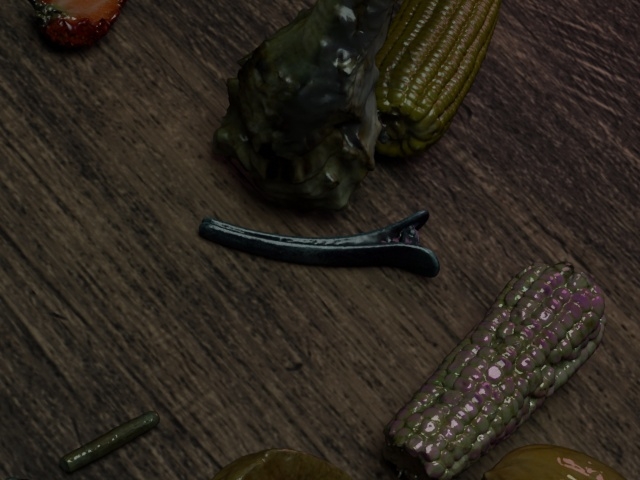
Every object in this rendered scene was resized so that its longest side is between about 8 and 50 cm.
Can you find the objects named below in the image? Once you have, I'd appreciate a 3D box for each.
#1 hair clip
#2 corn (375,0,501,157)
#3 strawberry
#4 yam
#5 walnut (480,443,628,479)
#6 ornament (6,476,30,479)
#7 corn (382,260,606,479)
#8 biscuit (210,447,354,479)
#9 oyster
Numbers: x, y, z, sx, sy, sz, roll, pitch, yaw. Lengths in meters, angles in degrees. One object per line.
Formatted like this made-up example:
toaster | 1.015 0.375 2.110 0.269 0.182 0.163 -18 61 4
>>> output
hair clip | 0.000 0.000 1.900 0.275 0.048 0.083 2 60 -18
corn | 0.141 -0.243 2.069 0.131 0.131 0.344 27 52 0
strawberry | -0.284 -0.274 1.991 0.104 0.048 0.152 39 38 18
yam | -0.211 0.202 1.695 0.116 0.021 0.021 -26 68 -32
walnut | 0.251 0.296 1.716 0.206 0.159 0.159 34 52 -1
ornament | -0.224 0.282 1.573 0.153 0.166 0.196 -26 53 -34
corn | 0.194 0.148 1.822 0.126 0.127 0.335 39 54 9
biscuit | -0.071 0.357 1.510 0.287 0.057 0.344 10 82 -35
oyster | 0.015 -0.185 1.870 0.197 0.337 0.133 26 16 -13
